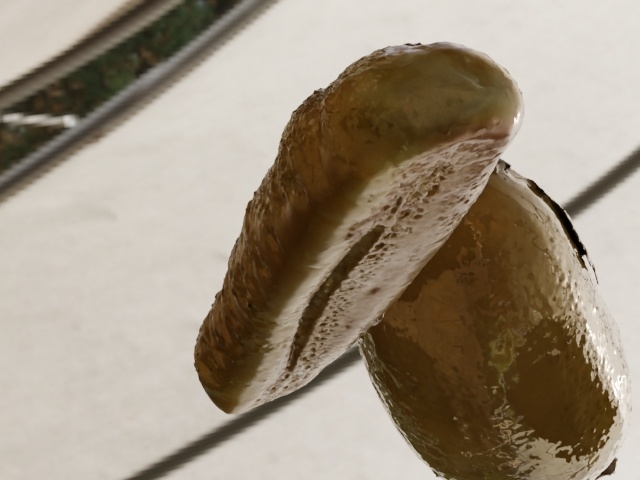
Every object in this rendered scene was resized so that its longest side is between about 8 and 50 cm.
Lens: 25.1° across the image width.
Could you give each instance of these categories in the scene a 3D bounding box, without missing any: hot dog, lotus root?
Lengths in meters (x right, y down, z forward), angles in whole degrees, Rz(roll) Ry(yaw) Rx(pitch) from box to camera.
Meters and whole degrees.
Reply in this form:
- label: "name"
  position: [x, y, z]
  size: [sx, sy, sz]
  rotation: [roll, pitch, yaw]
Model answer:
- label: "hot dog"
  position: [0.000, 0.003, 0.584]
  size: [0.061, 0.087, 0.286]
  rotation: [62, -29, 16]
- label: "lotus root"
  position: [0.095, 0.063, 0.810]
  size: [0.146, 0.131, 0.303]
  rotation: [32, -21, 41]
